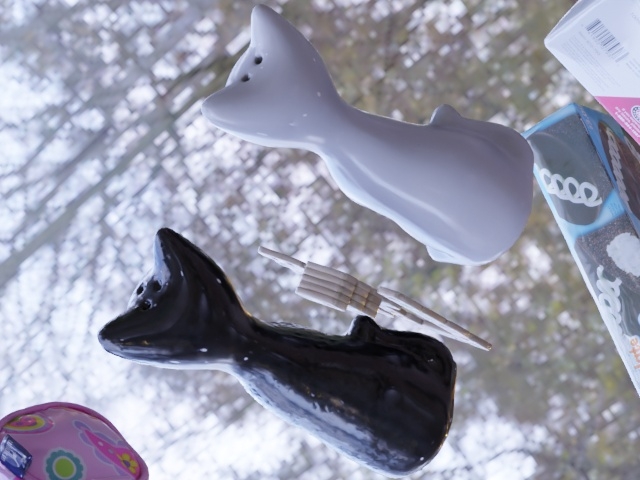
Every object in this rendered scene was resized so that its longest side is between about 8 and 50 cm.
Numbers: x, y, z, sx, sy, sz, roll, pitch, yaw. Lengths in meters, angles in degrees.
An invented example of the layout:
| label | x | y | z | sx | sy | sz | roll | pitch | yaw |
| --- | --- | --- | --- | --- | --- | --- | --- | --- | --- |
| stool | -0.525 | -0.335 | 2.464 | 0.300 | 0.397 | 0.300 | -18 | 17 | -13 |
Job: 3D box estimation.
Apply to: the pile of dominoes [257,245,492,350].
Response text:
| label | x | y | z | sx | sy | sz | roll | pitch | yaw |
| --- | --- | --- | --- | --- | --- | --- | --- | --- | --- |
| pile of dominoes | 0.057 | 0.080 | 1.716 | 0.196 | 0.040 | 0.251 | 17 | 172 | 37 |

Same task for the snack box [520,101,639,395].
| label | x | y | z | sx | sy | sz | roll | pitch | yaw |
| --- | --- | --- | --- | --- | --- | --- | --- | --- | --- |
| snack box | 0.282 | 0.051 | 1.201 | 0.187 | 0.060 | 0.322 | 6 | -123 | -57 |

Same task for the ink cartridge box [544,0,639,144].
| label | x | y | z | sx | sy | sz | roll | pitch | yaw |
| --- | --- | --- | --- | --- | --- | --- | --- | --- | --- |
| ink cartridge box | 0.241 | -0.142 | 1.003 | 0.109 | 0.150 | 0.063 | 46 | -125 | -6 |

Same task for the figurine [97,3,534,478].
| label | x | y | z | sx | sy | sz | roll | pitch | yaw |
| --- | --- | --- | --- | --- | --- | --- | --- | --- | --- |
| figurine | 0.000 | 0.000 | 0.833 | 0.209 | 0.215 | 0.092 | 27 | 171 | -34 |

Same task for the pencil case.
| label | x | y | z | sx | sy | sz | roll | pitch | yaw |
| --- | --- | --- | --- | --- | --- | --- | --- | --- | --- |
| pencil case | -0.214 | 0.257 | 1.086 | 0.124 | 0.284 | 0.124 | 19 | -160 | -7 |
